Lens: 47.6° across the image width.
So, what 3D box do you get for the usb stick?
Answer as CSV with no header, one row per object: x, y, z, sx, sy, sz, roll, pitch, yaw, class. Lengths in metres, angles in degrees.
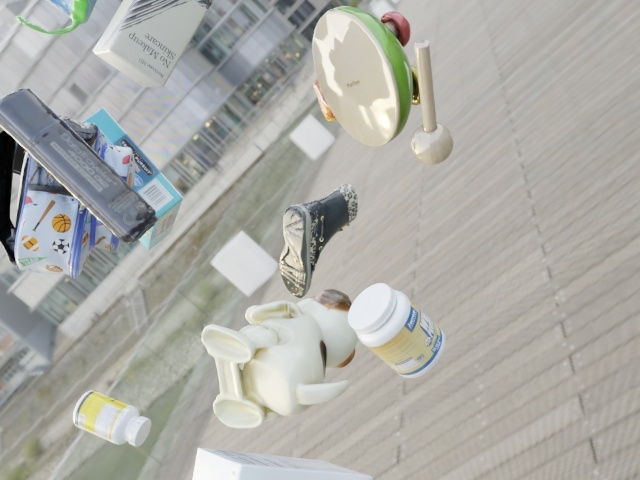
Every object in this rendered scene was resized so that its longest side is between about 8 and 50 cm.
-0.355,-0.109,1.053,0.045,0.278,0.077,-42,6,48,usb stick

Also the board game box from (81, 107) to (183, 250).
-0.438,-0.127,1.654,0.079,0.254,0.336,-42,2,-20,board game box

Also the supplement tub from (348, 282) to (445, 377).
0.171,0.203,1.637,0.144,0.199,0.144,-35,30,23,supplement tub

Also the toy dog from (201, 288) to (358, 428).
-0.058,0.276,1.929,0.395,0.285,0.408,-6,15,35,toy dog

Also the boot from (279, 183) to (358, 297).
0.001,0.000,1.574,0.178,0.085,0.237,-30,-42,-37,boot

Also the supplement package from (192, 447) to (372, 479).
-0.080,0.491,1.284,0.198,0.262,0.199,-11,67,59,supplement package

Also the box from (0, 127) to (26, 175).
-0.854,-0.276,1.973,0.147,0.180,0.077,-54,50,10,box

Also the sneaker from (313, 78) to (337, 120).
0.015,-0.359,1.831,0.175,0.064,0.067,-95,4,-50,sneaker

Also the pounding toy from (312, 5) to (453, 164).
0.099,-0.216,0.929,0.110,0.183,0.237,-29,40,-22,pounding toy

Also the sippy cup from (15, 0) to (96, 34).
-0.618,-0.656,1.682,0.240,0.224,0.306,142,143,-61,sippy cup

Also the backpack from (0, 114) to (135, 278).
-0.426,-0.068,1.228,0.276,0.213,0.264,-173,100,-80,backpack

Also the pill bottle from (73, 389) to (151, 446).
-0.537,0.465,1.880,0.103,0.184,0.103,18,-90,-75,pill bottle

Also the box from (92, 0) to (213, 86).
-0.249,-0.395,1.192,0.094,0.113,0.275,17,79,55,box
